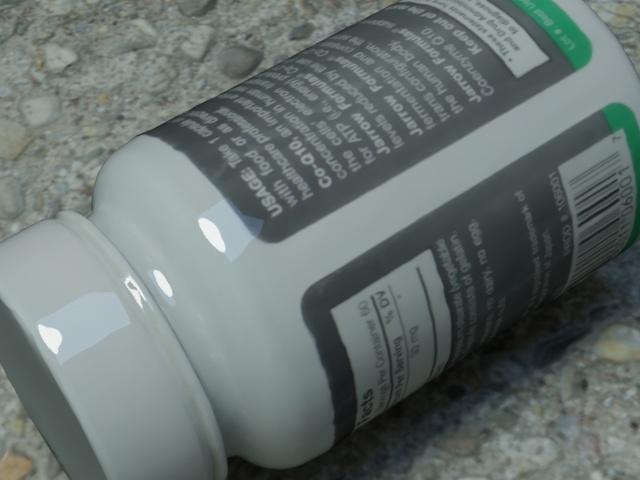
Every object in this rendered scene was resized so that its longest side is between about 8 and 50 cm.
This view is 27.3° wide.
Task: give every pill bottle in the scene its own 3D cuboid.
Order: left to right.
[{"bbox_3d":[0.000,0.000,0.751,0.361,0.204,0.204,-30,53,-21],"label":"pill bottle"}]
